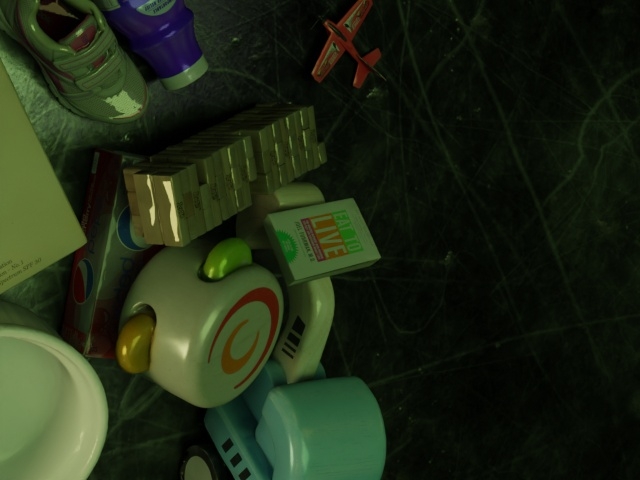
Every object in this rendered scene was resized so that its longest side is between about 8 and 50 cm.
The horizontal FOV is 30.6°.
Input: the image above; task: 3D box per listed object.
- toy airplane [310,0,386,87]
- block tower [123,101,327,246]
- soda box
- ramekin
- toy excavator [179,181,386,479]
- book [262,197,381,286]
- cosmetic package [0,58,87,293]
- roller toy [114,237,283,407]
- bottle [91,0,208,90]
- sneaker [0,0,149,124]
[{"bbox_3d":[0.043,-0.281,1.698,0.151,0.028,0.151,-9,107,-33],"label":"toy airplane"},{"bbox_3d":[-0.118,-0.096,1.509,0.335,0.090,0.097,-33,122,-53],"label":"block tower"},{"bbox_3d":[-0.260,0.018,1.515,0.092,0.083,0.263,9,96,-38],"label":"soda box"},{"bbox_3d":[-0.405,0.204,1.390,0.277,0.135,0.277,-11,115,-24],"label":"ramekin"},{"bbox_3d":[-0.028,0.200,1.612,0.222,0.433,0.445,0,128,-35],"label":"toy excavator"},{"bbox_3d":[0.000,0.000,1.555,0.144,0.035,0.096,-13,76,-37],"label":"book"},{"bbox_3d":[-0.408,-0.098,1.336,0.160,0.113,0.310,-33,127,-19],"label":"cosmetic package"},{"bbox_3d":[-0.155,0.102,1.473,0.209,0.146,0.191,-58,152,-16],"label":"roller toy"},{"bbox_3d":[-0.232,-0.322,1.455,0.118,0.092,0.283,-40,120,-23],"label":"bottle"},{"bbox_3d":[-0.296,-0.230,1.418,0.252,0.111,0.103,44,75,-34],"label":"sneaker"}]
